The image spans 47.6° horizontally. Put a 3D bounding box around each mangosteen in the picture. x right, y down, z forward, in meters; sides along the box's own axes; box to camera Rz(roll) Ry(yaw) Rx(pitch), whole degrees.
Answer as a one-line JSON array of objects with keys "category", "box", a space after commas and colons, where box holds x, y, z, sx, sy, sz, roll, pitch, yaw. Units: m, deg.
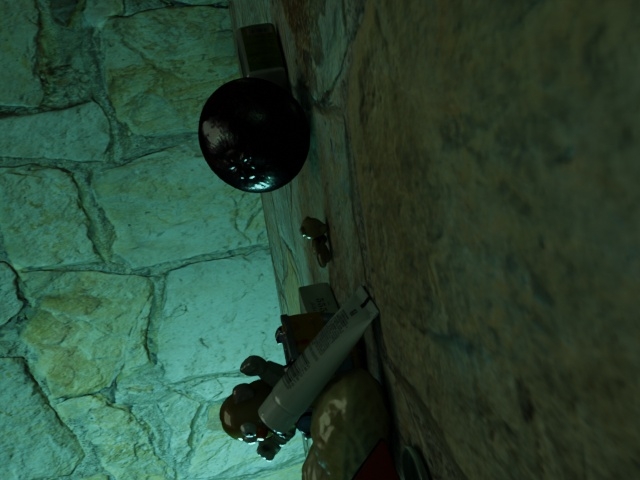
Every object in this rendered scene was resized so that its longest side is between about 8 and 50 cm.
[{"category": "mangosteen", "box": [-0.119, -0.206, 1.347, 0.216, 0.216, 0.216, 169, 90, -82]}]

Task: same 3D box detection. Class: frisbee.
[{"category": "frisbee", "box": [0.126, 0.315, 0.918, 0.110, 0.014, 0.110, 169, 90, -81]}]

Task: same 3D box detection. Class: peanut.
[{"category": "peanut", "box": [0.042, 0.322, 1.119, 0.149, 0.149, 0.313, -109, 14, -46]}]

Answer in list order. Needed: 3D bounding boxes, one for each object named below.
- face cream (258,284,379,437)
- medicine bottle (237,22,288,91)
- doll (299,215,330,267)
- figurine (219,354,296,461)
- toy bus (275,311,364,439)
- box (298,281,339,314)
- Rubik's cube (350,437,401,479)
[{"category": "face cream", "box": [-0.002, 0.177, 1.060, 0.058, 0.244, 0.092, 34, -171, -23]}, {"category": "medicine bottle", "box": [-0.120, -0.348, 1.548, 0.132, 0.088, 0.189, 97, 161, -67]}, {"category": "doll", "box": [-0.009, 0.001, 1.349, 0.061, 0.051, 0.093, -58, -31, -57]}, {"category": "figurine", "box": [-0.117, 0.430, 1.865, 0.167, 0.284, 0.343, -126, 28, -77]}, {"category": "toy bus", "box": [0.005, 0.222, 1.222, 0.126, 0.136, 0.210, -116, 17, -63]}, {"category": "box", "box": [0.010, 0.235, 1.454, 0.168, 0.071, 0.259, -112, 13, -58]}, {"category": "Rubik's cube", "box": [0.048, 0.379, 0.956, 0.284, 0.249, 0.234, 144, 127, -87]}]
